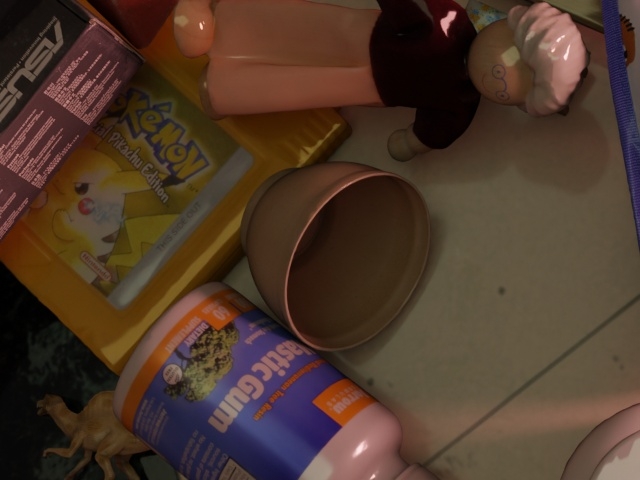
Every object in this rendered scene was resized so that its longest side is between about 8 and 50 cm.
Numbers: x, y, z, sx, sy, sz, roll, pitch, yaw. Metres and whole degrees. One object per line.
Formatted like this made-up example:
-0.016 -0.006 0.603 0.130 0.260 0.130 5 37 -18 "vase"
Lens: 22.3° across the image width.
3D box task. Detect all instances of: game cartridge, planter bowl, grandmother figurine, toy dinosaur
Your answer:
-0.169 -0.085 1.486 0.285 0.053 0.323 42 93 16 "game cartridge"
0.000 0.000 1.391 0.109 0.162 0.162 30 88 43 "planter bowl"
0.056 -0.145 1.334 0.342 0.208 0.104 3 53 28 "grandmother figurine"
-0.182 0.181 1.444 0.183 0.053 0.092 9 81 14 "toy dinosaur"

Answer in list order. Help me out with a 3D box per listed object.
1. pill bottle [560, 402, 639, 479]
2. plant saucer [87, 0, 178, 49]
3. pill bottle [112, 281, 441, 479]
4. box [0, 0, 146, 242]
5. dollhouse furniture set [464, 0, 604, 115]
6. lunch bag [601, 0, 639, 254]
0.264 0.207 1.199 0.176 0.318 0.176 -2 81 12 "pill bottle"
-0.173 -0.345 1.466 0.259 0.048 0.258 44 105 34 "plant saucer"
-0.028 0.169 1.358 0.272 0.152 0.152 36 90 16 "pill bottle"
-0.389 -0.099 1.473 0.318 0.097 0.395 39 91 33 "box"
0.152 -0.263 1.384 0.242 0.161 0.212 26 87 16 "dollhouse furniture set"
0.403 -0.096 1.245 0.328 0.239 0.385 -13 80 21 "lunch bag"
